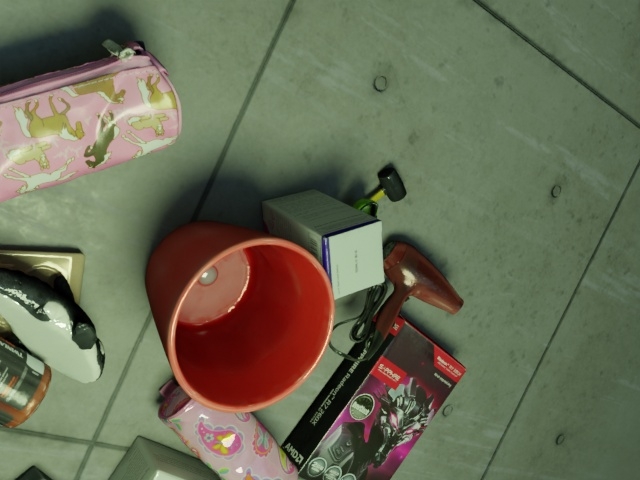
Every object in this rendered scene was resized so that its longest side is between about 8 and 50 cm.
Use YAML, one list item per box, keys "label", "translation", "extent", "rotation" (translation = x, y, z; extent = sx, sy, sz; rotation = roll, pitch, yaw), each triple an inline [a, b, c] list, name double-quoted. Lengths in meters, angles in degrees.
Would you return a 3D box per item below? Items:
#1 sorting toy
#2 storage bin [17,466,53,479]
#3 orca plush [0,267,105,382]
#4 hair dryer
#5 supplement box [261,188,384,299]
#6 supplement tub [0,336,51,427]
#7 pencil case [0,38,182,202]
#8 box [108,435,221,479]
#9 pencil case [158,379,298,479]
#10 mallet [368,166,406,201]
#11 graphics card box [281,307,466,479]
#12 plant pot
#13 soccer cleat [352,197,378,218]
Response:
- label: "sorting toy"
  translation: [-0.468, 0.105, 1.112]
  extent: [0.208, 0.038, 0.193]
  rotation: [2, 107, -36]
- label: "storage bin"
  translation: [-0.457, 0.443, 1.209]
  extent: [0.091, 0.098, 0.135]
  rotation: [-49, 125, -20]
- label: "orca plush"
  translation: [-0.415, 0.093, 1.087]
  extent: [0.151, 0.102, 0.287]
  rotation: [-29, 127, 32]
- label: "hair dryer"
  translation: [0.140, 0.111, 1.417]
  extent: [0.293, 0.080, 0.224]
  rotation: [-1, 82, -20]
- label: "supplement box"
  translation: [0.000, 0.000, 1.240]
  extent: [0.114, 0.220, 0.111]
  rotation: [-17, 116, -28]
- label: "supplement tub"
  translation: [-0.483, 0.173, 1.027]
  extent: [0.198, 0.106, 0.106]
  rotation: [42, 84, -32]
- label: "pencil case"
  translation: [-0.387, -0.149, 0.991]
  extent: [0.386, 0.160, 0.167]
  rotation: [-23, 110, -22]
- label: "box"
  translation: [-0.283, 0.474, 1.303]
  extent: [0.181, 0.119, 0.182]
  rotation: [35, 87, -35]
- label: "pencil case"
  translation: [-0.162, 0.352, 1.303]
  extent: [0.124, 0.124, 0.284]
  rotation: [-43, 110, -11]
- label: "mallet"
  translation: [0.084, -0.054, 1.383]
  extent: [0.190, 0.039, 0.062]
  rotation: [-45, 121, -8]
- label: "graphics card box"
  translation: [0.111, 0.345, 1.511]
  extent: [0.233, 0.094, 0.371]
  rotation: [40, 86, -35]
- label: "plant pot"
  translation: [-0.148, 0.092, 1.169]
  extent: [0.274, 0.243, 0.275]
  rotation: [-10, 112, -27]
- label: "soccer cleat"
  translation: [0.062, 0.010, 1.317]
  extent: [0.060, 0.072, 0.179]
  rotation: [15, 86, -13]
